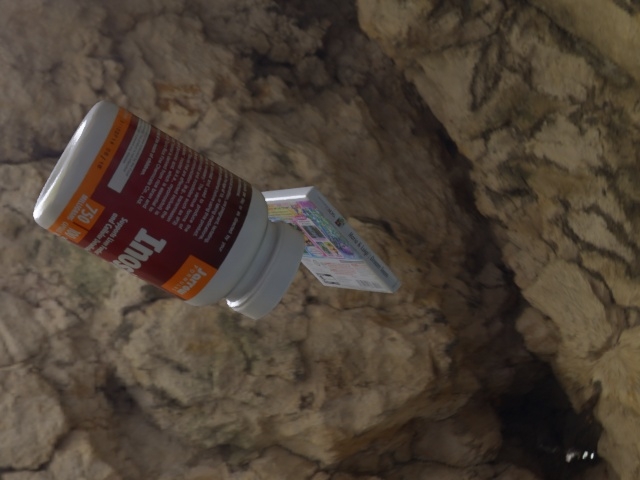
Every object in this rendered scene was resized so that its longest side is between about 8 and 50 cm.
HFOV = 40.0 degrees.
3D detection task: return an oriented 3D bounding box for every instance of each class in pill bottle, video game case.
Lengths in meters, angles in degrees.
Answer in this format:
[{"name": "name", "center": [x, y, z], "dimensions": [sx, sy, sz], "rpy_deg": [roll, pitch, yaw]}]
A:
[{"name": "pill bottle", "center": [-0.089, -0.013, 0.541], "dimensions": [0.152, 0.086, 0.086], "rpy_deg": [30, -86, -20]}, {"name": "video game case", "center": [0.000, 0.000, 0.948], "dimensions": [0.143, 0.157, 0.019], "rpy_deg": [48, -109, -20]}]
